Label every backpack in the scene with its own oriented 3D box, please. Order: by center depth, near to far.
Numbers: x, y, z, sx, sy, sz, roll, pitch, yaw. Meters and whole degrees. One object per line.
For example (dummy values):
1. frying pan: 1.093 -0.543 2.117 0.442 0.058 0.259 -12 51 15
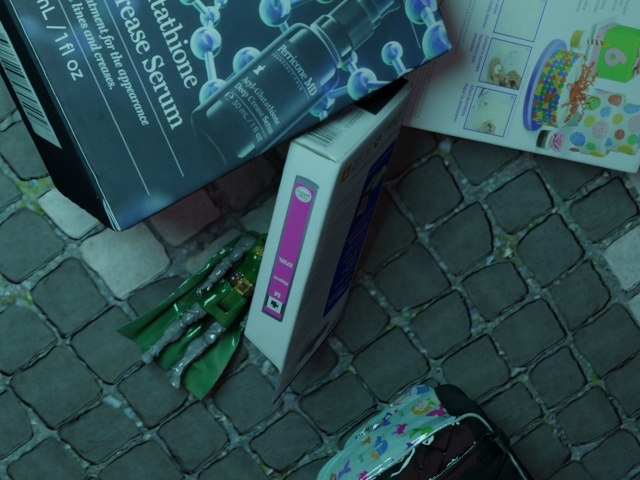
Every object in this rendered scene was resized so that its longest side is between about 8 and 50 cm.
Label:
1. backpack: 0.121 0.320 1.586 0.253 0.191 0.225 -38 113 -5

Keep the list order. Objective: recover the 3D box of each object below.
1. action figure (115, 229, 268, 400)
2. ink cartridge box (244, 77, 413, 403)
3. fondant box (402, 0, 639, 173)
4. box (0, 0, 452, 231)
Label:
1. action figure: -0.112 0.069 1.503 0.137 0.063 0.232 42 93 -21
2. ink cartridge box: 0.000 0.000 1.401 0.069 0.176 0.370 26 132 15
3. fondant box: 0.241 -0.228 1.451 0.330 0.096 0.238 10 108 -17
4. box: -0.119 -0.242 1.242 0.396 0.212 0.293 -31 116 -18
